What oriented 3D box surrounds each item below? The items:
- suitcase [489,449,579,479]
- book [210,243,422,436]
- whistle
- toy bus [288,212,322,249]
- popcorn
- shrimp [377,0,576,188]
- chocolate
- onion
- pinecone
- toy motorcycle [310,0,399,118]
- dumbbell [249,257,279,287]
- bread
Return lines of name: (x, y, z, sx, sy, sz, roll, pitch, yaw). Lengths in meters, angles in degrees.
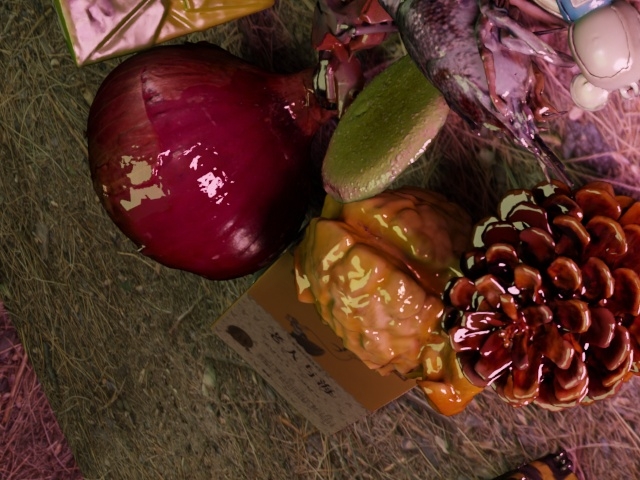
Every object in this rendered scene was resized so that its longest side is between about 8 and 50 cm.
suitcase: (0.264, 0.389, 1.768, 0.193, 0.143, 0.235, 59, 152, 9)
book: (-0.013, 0.162, 2.090, 0.269, 0.032, 0.389, 43, 151, -1)
whistle: (0.259, -0.245, 1.352, 0.114, 0.077, 0.235, -27, 83, 32)
toy bus: (0.000, 0.000, 1.969, 0.060, 0.075, 0.123, 60, 151, 8)
popcorn: (0.101, 0.054, 1.645, 0.265, 0.225, 0.332, 50, -175, -47)
shrimp: (0.179, -0.211, 1.441, 0.372, 0.137, 0.172, 48, 144, 29)
chocolate: (-0.246, -0.413, 1.846, 0.137, 0.289, 0.300, 26, 134, 64)
onion: (-0.116, -0.130, 1.878, 0.385, 0.348, 0.347, -27, 88, 24)
pinecone: (0.230, 0.060, 1.411, 0.246, 0.292, 0.246, 7, 104, 32)
toy motorcycle: (0.043, -0.243, 1.685, 0.118, 0.084, 0.212, 44, 131, 39)
dumbbell: (-0.107, 0.036, 2.172, 0.254, 0.082, 0.081, 39, 143, 40)
bread: (0.078, -0.139, 1.591, 0.033, 0.228, 0.228, 37, 160, -23)
